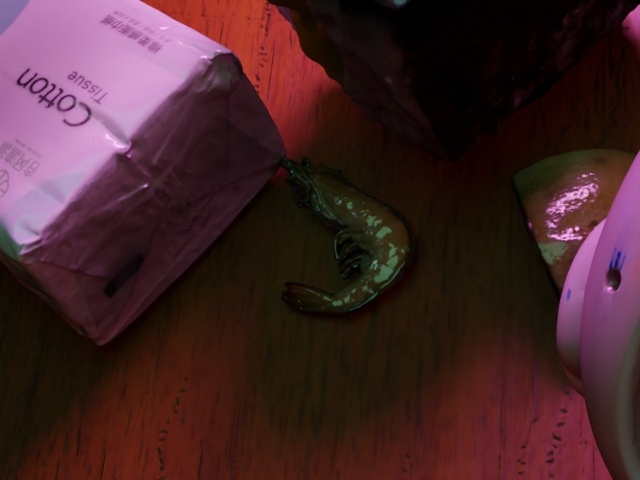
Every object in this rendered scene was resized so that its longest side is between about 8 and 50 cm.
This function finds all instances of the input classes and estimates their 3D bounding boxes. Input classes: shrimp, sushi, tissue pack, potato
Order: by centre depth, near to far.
[{"bbox_3d":[0.228,-0.008,1.216,0.120,0.081,0.149,-23,51,9],"label":"potato"},{"bbox_3d":[0.113,-0.243,1.304,0.294,0.299,0.281,-42,79,-6],"label":"sushi"},{"bbox_3d":[0.000,0.001,1.341,0.178,0.034,0.124,36,82,33],"label":"shrimp"},{"bbox_3d":[-0.251,-0.108,1.417,0.356,0.194,0.266,32,72,36],"label":"tissue pack"}]

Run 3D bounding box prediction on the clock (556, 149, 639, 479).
[{"bbox_3d":[0.325,0.022,0.941,0.368,0.250,0.376,7,95,28],"label":"clock"}]
